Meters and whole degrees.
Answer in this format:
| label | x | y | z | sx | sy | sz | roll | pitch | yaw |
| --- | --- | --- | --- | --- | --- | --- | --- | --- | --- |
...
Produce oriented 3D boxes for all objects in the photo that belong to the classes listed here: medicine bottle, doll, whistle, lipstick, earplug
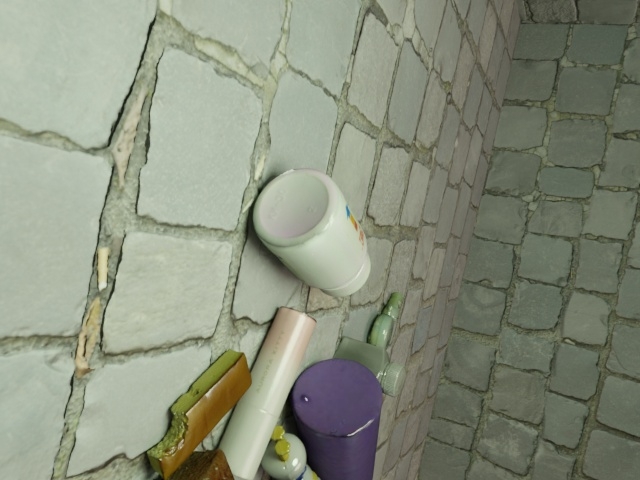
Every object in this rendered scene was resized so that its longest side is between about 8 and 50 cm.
| label | x | y | z | sx | sy | sz | roll | pitch | yaw |
| --- | --- | --- | --- | --- | --- | --- | --- | --- | --- |
| medicine bottle | 0.130 | 0.356 | 1.401 | 0.132 | 0.188 | 0.088 | -61 | 150 | -27 |
| medicine bottle | 0.000 | 0.000 | 1.002 | 0.170 | 0.170 | 0.293 | -68 | 151 | -18 |
| doll | -0.064 | 0.541 | 1.189 | 0.138 | 0.119 | 0.293 | -115 | -168 | -53 |
| whistle | 0.213 | 0.267 | 1.666 | 0.258 | 0.067 | 0.126 | -56 | 154 | -43 |
| lipstick | -0.107 | 0.297 | 1.023 | 0.327 | 0.087 | 0.087 | -67 | 152 | -20 |
| earplug | 0.053 | 0.528 | 1.323 | 0.215 | 0.215 | 0.456 | -50 | 146 | -42 |

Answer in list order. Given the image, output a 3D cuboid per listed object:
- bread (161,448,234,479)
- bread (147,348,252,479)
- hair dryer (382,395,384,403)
| label | x | y | z | sx | sy | sz | roll | pitch | yaw |
| --- | --- | --- | --- | --- | --- | --- | --- | --- | --- |
| bread | -0.172 | 0.572 | 0.838 | 0.165 | 0.113 | 0.416 | -38 | 115 | -71 |
| bread | -0.204 | 0.288 | 0.872 | 0.226 | 0.049 | 0.088 | -43 | 138 | -47 |
| hair dryer | 0.138 | 0.529 | 1.669 | 0.195 | 0.054 | 0.220 | -51 | 137 | -43 |
